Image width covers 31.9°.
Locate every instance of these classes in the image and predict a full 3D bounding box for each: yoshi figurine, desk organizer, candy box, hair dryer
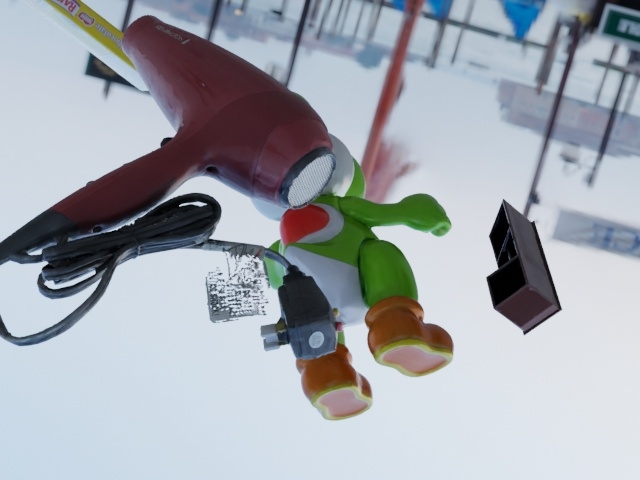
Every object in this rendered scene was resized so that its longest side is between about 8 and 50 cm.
[{"bbox_3d":[0.020,0.004,1.211,0.203,0.203,0.362,-8,-122,-21],"label":"yoshi figurine"},{"bbox_3d":[0.189,0.023,1.092,0.050,0.047,0.130,35,-150,-30],"label":"desk organizer"},{"bbox_3d":[-0.240,-0.217,1.108,0.206,0.027,0.105,37,176,-23],"label":"candy box"},{"bbox_3d":[-0.098,-0.055,0.743,0.223,0.080,0.293,7,-135,-14],"label":"hair dryer"}]
